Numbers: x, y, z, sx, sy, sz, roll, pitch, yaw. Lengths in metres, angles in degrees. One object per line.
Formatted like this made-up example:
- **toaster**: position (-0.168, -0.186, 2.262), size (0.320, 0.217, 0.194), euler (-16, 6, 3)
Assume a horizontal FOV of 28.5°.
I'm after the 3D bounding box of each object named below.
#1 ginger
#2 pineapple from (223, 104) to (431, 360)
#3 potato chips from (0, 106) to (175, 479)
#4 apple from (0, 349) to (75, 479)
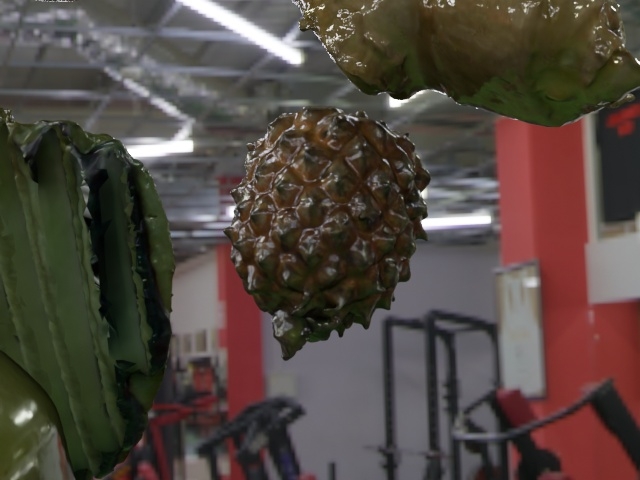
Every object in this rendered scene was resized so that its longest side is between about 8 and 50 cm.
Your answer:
- **ginger**: position (0.110, -0.154, 0.889), size (0.267, 0.152, 0.138), euler (8, -24, 26)
- **pineapple**: position (0.000, 0.000, 0.966), size (0.166, 0.193, 0.166), euler (17, -15, 5)
- **potato chips**: position (-0.286, 0.058, 1.231), size (0.358, 0.429, 0.070), euler (6, 26, 33)
- **apple**: position (-0.356, 0.220, 0.966), size (0.357, 0.357, 0.357), euler (-2, -7, 0)
